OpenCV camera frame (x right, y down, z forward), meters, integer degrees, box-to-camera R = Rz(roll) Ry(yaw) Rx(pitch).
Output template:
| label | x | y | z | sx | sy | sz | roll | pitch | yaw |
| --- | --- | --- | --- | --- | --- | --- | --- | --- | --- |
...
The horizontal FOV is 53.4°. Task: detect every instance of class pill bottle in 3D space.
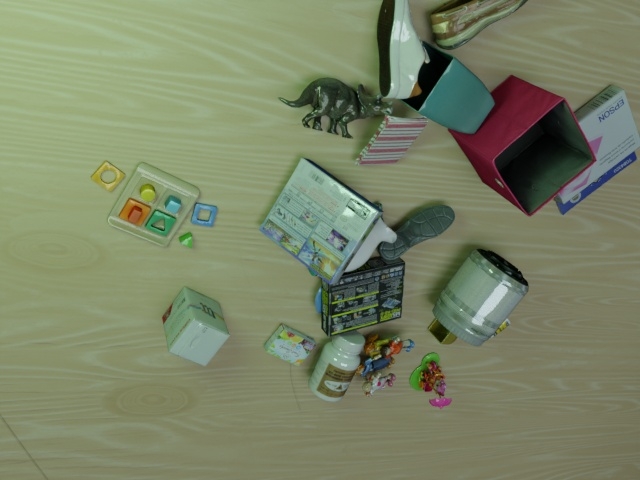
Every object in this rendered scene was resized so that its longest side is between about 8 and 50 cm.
| label | x | y | z | sx | sy | sz | roll | pitch | yaw |
| --- | --- | --- | --- | --- | --- | --- | --- | --- | --- |
| pill bottle | 0.058 | 0.406 | 2.102 | 0.131 | 0.131 | 0.229 | 13 | 112 | -26 |
| pill bottle | 0.621 | 0.309 | 2.296 | 0.116 | 0.065 | 0.065 | -39 | 124 | 4 |

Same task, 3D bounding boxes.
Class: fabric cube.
| label | x | y | z | sx | sy | sz | roll | pitch | yaw |
| --- | --- | --- | --- | --- | --- | --- | --- | --- | --- |
| fabric cube | 0.575 | -0.276 | 1.838 | 0.259 | 0.258 | 0.254 | -41 | 124 | 5 |

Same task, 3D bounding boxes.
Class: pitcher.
| label | x | y | z | sx | sy | sz | roll | pitch | yaw |
| --- | --- | --- | --- | --- | --- | --- | --- | --- | --- |
| pitcher | 0.096 | -0.017 | 1.864 | 0.207 | 0.125 | 0.177 | -33 | 89 | -24 |

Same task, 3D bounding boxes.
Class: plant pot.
| label | x | y | z | sx | sy | sz | roll | pitch | yaw |
| --- | --- | --- | --- | --- | --- | --- | --- | --- | --- |
| plant pot | 0.445 | 0.315 | 2.230 | 0.083 | 0.081 | 0.081 | 22 | 108 | -42 |
| plant pot | 0.351 | -0.398 | 1.748 | 0.234 | 0.165 | 0.165 | 23 | 108 | -35 |

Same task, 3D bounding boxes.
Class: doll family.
| label | x | y | z | sx | sy | sz | roll | pitch | yaw |
| --- | --- | --- | --- | --- | --- | --- | --- | --- | --- |
| doll family | 0.190 | 0.407 | 2.173 | 0.163 | 0.118 | 0.262 | -3 | 125 | -40 |

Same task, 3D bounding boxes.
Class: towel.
| label | x | y | z | sx | sy | sz | roll | pitch | yaw |
| --- | --- | --- | --- | --- | --- | --- | --- | --- | --- |
| towel | 0.196 | -0.277 | 1.775 | 0.144 | 0.029 | 0.197 | -6 | 151 | -32 |

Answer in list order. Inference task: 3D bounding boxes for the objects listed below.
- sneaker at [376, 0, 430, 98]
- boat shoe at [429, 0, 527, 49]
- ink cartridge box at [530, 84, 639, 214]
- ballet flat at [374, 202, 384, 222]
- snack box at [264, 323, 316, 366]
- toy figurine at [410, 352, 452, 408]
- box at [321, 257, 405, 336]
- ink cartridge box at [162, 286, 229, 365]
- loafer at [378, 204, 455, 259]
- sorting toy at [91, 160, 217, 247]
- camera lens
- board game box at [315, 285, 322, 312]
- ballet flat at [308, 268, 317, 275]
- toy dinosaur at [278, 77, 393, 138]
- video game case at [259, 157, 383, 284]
| label | x | y | z | sx | sy | sz | roll | pitch | yaw |
| --- | --- | --- | --- | --- | --- | --- | --- | --- | --- |
| sneaker | 0.217 | -0.510 | 1.639 | 0.123 | 0.106 | 0.290 | -2 | 97 | -19 |
| boat shoe | 0.430 | -0.636 | 1.667 | 0.324 | 0.122 | 0.120 | -36 | 121 | 1 |
| ink cartridge box | 0.879 | -0.275 | 2.065 | 0.324 | 0.071 | 0.330 | -38 | 122 | 3 |
| ballet flat | 0.176 | -0.064 | 1.945 | 0.041 | 0.041 | 0.114 | -19 | 122 | -9 |
| snack box | -0.098 | 0.340 | 2.065 | 0.141 | 0.037 | 0.100 | 30 | 106 | -31 |
| toy figurine | 0.418 | 0.519 | 2.282 | 0.130 | 0.159 | 0.173 | 1 | 116 | -21 |
| box | 0.135 | 0.174 | 2.017 | 0.270 | 0.060 | 0.216 | -12 | 120 | -21 |
| ink cartridge box | -0.362 | 0.248 | 1.832 | 0.127 | 0.176 | 0.128 | 31 | 104 | -31 |
| loafer | 0.292 | -0.029 | 1.991 | 0.268 | 0.084 | 0.096 | -30 | 93 | -6 |
| sorting toy | -0.444 | -0.087 | 1.693 | 0.348 | 0.047 | 0.196 | 25 | 107 | -29 |
| camera lens | 0.528 | 0.181 | 2.098 | 0.219 | 0.219 | 0.274 | 26 | 107 | -30 |
| board game box | 0.054 | 0.173 | 2.032 | 0.169 | 0.033 | 0.133 | 12 | 109 | -32 |
| ballet flat | 0.000 | 0.000 | 1.894 | 0.077 | 0.077 | 0.230 | -21 | 123 | -28 |
| toy dinosaur | 0.030 | -0.365 | 1.692 | 0.314 | 0.121 | 0.160 | 12 | 101 | -21 |
| video game case | -0.002 | -0.055 | 1.765 | 0.244 | 0.269 | 0.061 | -57 | 163 | 14 |
